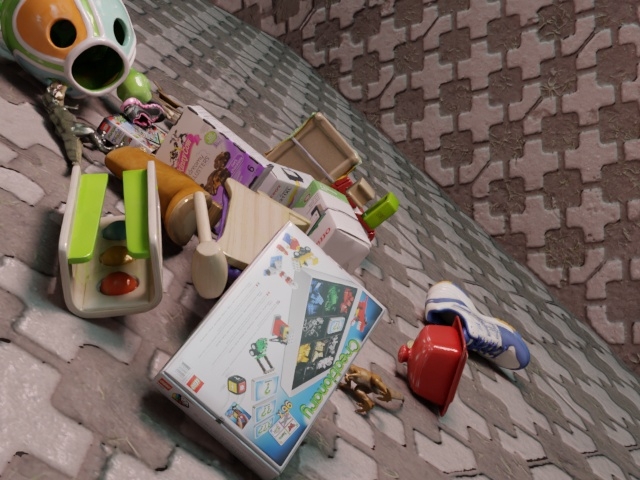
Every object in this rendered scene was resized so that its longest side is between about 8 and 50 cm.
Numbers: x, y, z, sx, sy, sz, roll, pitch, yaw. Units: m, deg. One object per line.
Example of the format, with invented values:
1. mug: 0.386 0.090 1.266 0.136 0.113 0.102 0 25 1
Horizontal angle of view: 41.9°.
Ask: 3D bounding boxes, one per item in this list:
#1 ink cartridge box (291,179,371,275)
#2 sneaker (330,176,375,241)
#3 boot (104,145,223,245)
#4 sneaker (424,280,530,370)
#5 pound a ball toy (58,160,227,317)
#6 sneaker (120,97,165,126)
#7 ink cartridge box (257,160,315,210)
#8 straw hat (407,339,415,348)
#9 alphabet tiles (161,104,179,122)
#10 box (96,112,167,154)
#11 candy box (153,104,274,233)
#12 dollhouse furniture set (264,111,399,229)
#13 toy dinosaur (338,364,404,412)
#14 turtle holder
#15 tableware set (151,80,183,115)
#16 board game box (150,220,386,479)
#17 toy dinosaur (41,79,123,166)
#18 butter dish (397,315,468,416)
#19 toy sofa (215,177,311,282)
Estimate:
1. ink cartridge box: 0.000 0.000 1.708 0.092 0.160 0.219 28 19 -26
2. sneaker: 0.061 -0.096 2.186 0.128 0.087 0.221 -121 -175 -75
3. boot: -0.290 -0.089 1.455 0.211 0.104 0.295 32 5 3
4. sneaker: 0.363 0.230 1.987 0.296 0.112 0.131 36 34 0
5. pound a ball toy: -0.247 0.006 1.176 0.208 0.136 0.319 -5 29 -10
6. sneaker: -0.357 -0.252 1.714 0.057 0.047 0.119 54 22 20
7. ink cartridge box: -0.093 -0.091 1.819 0.175 0.127 0.072 13 32 -53
8. straw hat: 0.258 0.238 1.777 0.144 0.061 0.144 34 17 -12
9. alphabet tiles: -0.240 -0.214 1.917 0.284 0.021 0.278 35 0 -40
10. box: -0.371 -0.212 1.699 0.114 0.036 0.207 35 12 -6
11. candy box: -0.218 -0.139 1.623 0.196 0.165 0.070 38 15 5
12. dollhouse furniture set: 0.020 -0.149 1.977 0.301 0.197 0.151 48 16 -14
13. toy dinosaur: 0.090 0.245 1.414 0.211 0.064 0.112 31 17 -21
14. turtle holder: -0.482 -0.380 1.670 0.227 0.243 0.320 49 -24 29
15. tableware set: -0.324 -0.312 1.999 0.194 0.039 0.128 35 2 22
16. board game box: -0.057 0.136 1.111 0.193 0.053 0.305 43 51 -5
17. toy dinosaur: -0.432 -0.190 1.518 0.118 0.064 0.268 16 29 -41
18. butter dish: 0.206 0.228 1.597 0.118 0.160 0.160 13 19 -1
19. toy sofa: -0.119 0.047 1.364 0.177 0.150 0.362 28 19 -14
